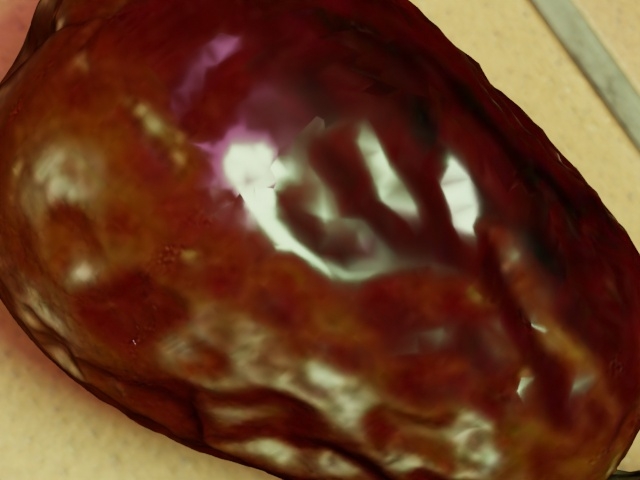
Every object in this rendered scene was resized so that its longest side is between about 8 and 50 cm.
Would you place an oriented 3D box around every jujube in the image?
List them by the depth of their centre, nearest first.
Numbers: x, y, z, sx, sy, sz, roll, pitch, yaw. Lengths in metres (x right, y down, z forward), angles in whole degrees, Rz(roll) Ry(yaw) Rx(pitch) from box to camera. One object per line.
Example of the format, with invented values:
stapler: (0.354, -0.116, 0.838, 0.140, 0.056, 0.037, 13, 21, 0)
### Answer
jujube: (0.000, 0.000, 0.752, 0.318, 0.223, 0.223, 34, 71, -15)

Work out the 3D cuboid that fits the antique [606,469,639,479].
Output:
antique: (0.261, 0.150, 0.827, 0.284, 0.125, 0.150, -14, 87, -19)
